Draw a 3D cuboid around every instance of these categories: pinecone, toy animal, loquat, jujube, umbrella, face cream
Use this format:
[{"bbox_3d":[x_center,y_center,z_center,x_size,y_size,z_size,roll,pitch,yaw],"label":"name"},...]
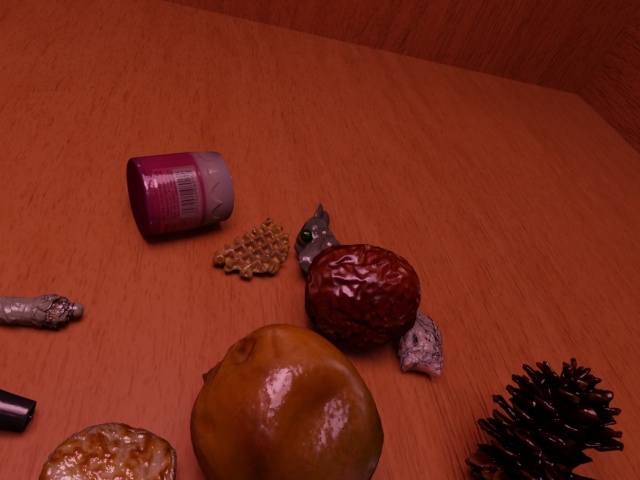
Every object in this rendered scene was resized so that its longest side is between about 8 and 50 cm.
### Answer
[{"bbox_3d":[0.400,0.345,0.790,0.246,0.292,0.246,21,2,-1],"label":"pinecone"},{"bbox_3d":[-0.007,0.007,1.112,0.138,0.108,0.236,54,9,-25],"label":"toy animal"},{"bbox_3d":[-0.052,0.275,0.702,0.284,0.276,0.276,39,42,-9],"label":"loquat"},{"bbox_3d":[0.083,0.115,0.941,0.232,0.213,0.213,6,44,-5],"label":"jujube"},{"bbox_3d":[-0.499,0.124,0.814,0.143,0.062,0.067,2,16,-19],"label":"umbrella"},{"bbox_3d":[-0.315,-0.109,1.032,0.194,0.175,0.175,-12,52,-32],"label":"face cream"}]

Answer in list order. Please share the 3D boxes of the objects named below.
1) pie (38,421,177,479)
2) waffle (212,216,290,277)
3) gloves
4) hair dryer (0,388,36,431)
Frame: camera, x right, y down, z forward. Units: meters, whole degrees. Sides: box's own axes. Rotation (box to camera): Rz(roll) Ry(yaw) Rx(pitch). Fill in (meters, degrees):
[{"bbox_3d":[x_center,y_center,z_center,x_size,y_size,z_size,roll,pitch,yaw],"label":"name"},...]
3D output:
[{"bbox_3d":[-0.296,0.356,0.638,0.178,0.084,0.205,8,43,-17],"label":"pie"},{"bbox_3d":[-0.153,0.013,1.070,0.160,0.046,0.192,16,42,-6],"label":"waffle"},{"bbox_3d":[0.221,0.217,0.995,0.114,0.070,0.153,15,41,-7],"label":"gloves"},{"bbox_3d":[-0.555,0.304,0.616,0.235,0.091,0.272,21,54,-15],"label":"hair dryer"}]
